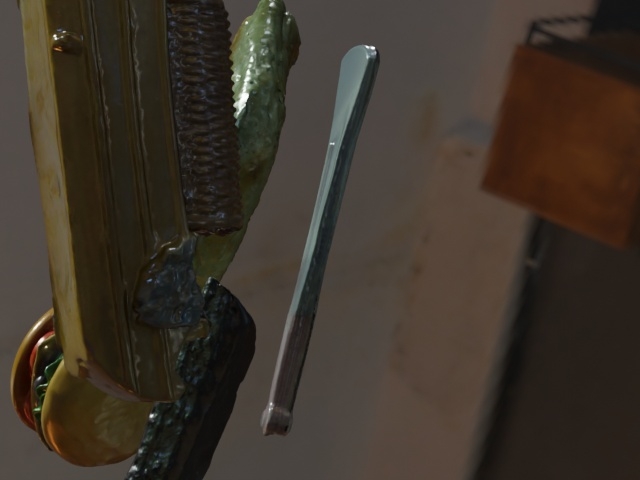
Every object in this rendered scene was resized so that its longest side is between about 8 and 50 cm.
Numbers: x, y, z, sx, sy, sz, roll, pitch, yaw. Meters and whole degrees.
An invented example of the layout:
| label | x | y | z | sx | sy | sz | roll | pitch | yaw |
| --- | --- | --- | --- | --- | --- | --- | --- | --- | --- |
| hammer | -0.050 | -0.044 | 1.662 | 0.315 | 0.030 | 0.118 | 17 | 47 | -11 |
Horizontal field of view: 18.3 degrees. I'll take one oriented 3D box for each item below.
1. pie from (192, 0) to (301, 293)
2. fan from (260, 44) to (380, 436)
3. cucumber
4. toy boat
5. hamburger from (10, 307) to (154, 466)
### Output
| label | x | y | z | sx | sy | sz | roll | pitch | yaw |
| --- | --- | --- | --- | --- | --- | --- | --- | --- | --- |
| pie | -0.084 | -0.073 | 1.754 | 0.302 | 0.067 | 0.302 | -158 | 90 | -82 |
| fan | 0.000 | 0.000 | 1.389 | 0.023 | 0.057 | 0.282 | 14 | -95 | -23 |
| cucumber | -0.101 | 0.143 | 1.580 | 0.070 | 0.046 | 0.220 | 30 | -97 | -62 |
| toy boat | -0.103 | -0.061 | 1.143 | 0.115 | 0.089 | 0.310 | -6 | -96 | -23 |
| hamburger | -0.204 | 0.125 | 1.814 | 0.162 | 0.115 | 0.162 | -28 | -47 | -34 |
